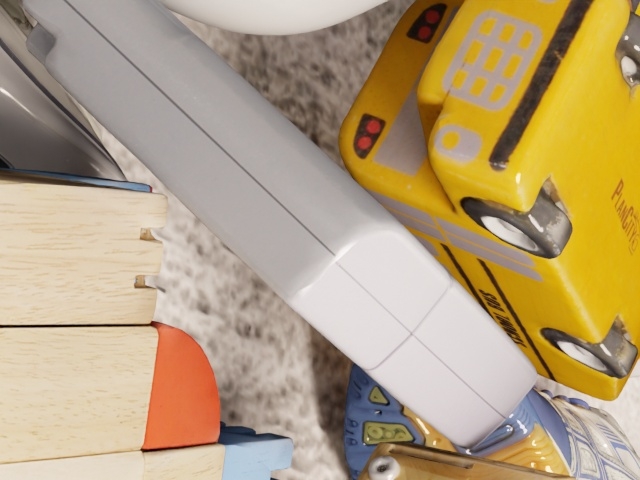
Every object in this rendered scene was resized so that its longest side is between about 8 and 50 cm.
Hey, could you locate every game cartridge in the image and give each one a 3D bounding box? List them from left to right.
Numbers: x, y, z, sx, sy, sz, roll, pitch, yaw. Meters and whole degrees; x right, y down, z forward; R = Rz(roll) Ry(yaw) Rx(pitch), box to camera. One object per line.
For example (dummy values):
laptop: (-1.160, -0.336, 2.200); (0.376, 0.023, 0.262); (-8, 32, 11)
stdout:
game cartridge: (0.000, 0.000, 0.835); (0.062, 0.198, 0.297); (-50, 158, -1)

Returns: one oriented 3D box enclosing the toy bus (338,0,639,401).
toy bus: (0.106, -0.024, 0.962); (0.108, 0.130, 0.333); (-61, 154, -10)

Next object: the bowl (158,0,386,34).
bowl: (-0.070, -0.196, 0.855); (0.298, 0.134, 0.298); (40, 28, -27)

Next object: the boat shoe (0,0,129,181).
boat shoe: (-0.167, -0.082, 0.795); (0.267, 0.096, 0.088); (43, 12, -36)

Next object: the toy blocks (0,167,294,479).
toy blocks: (-0.118, 0.117, 0.728); (0.261, 0.190, 0.381); (2, 95, -57)

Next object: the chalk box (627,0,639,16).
chalk box: (0.138, -0.267, 1.055); (0.180, 0.179, 0.289); (-62, 146, -36)

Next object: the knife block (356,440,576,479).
knife block: (0.036, 0.259, 0.840); (0.276, 0.088, 0.242); (-56, 143, -36)

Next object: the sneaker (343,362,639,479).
sneaker: (0.111, 0.130, 1.080); (0.296, 0.112, 0.131); (51, 30, -31)

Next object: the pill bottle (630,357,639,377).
pill bottle: (0.189, 0.005, 1.189); (0.086, 0.086, 0.152); (-5, 86, -49)
